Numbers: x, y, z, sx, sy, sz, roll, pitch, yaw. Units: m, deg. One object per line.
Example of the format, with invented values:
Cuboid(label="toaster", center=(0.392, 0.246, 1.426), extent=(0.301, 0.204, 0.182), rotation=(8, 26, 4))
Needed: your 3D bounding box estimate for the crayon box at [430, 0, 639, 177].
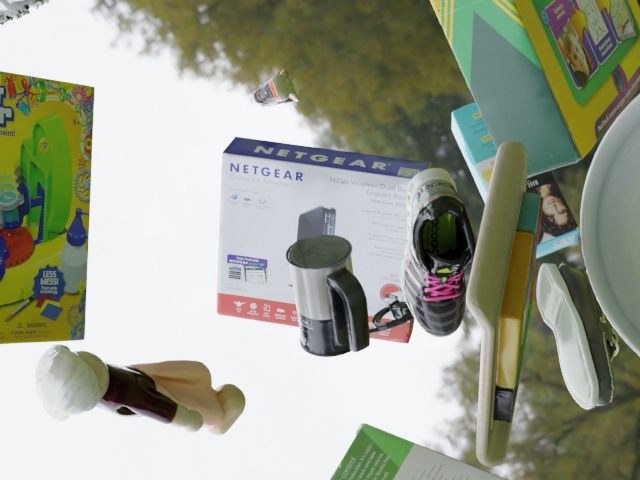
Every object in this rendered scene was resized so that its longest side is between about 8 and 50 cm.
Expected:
Cuboid(label="crayon box", center=(0.274, -0.291, 1.560), extent=(0.363, 0.106, 0.313), rotation=(-43, -69, -51))

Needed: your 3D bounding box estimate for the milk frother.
Cuboid(label="milk frother", center=(0.042, 0.062, 1.593), extent=(0.143, 0.129, 0.135), rotation=(-36, -50, -38))

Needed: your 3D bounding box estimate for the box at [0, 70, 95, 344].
Cuboid(label="box", center=(-0.401, -0.036, 1.293), extent=(0.290, 0.177, 0.279), rotation=(2, -90, -53))

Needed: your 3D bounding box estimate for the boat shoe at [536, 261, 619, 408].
Cuboid(label="boat shoe", center=(0.313, 0.106, 1.481), extent=(0.228, 0.068, 0.081), rotation=(-99, 13, -51))

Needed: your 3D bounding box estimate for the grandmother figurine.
Cuboid(label="grandmother figurine", center=(-0.245, 0.189, 1.622), extent=(0.342, 0.208, 0.104), rotation=(24, -106, -62))

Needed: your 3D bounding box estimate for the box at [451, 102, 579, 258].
Cuboid(label="box", center=(0.282, -0.093, 1.849), extent=(0.060, 0.100, 0.244), rotation=(73, 175, -69))

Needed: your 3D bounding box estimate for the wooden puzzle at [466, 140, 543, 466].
Cuboid(label="wooden puzzle", center=(0.179, 0.062, 1.190), extent=(0.239, 0.044, 0.221), rotation=(78, -157, -45))

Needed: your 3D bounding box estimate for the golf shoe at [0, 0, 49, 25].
Cuboid(label="golf shoe", center=(-0.430, -0.361, 1.728), extent=(0.120, 0.273, 0.105), rotation=(63, -146, -17))

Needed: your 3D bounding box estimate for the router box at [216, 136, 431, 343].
Cuboid(label="router box", center=(0.000, 0.000, 2.094), extent=(0.082, 0.335, 0.301), rotation=(-64, -21, -62))

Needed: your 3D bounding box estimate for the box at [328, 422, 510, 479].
Cuboid(label="box", center=(0.129, 0.348, 1.341), extent=(0.232, 0.322, 0.058), rotation=(-55, -32, -27))

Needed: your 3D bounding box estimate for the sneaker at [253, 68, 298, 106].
Cuboid(label="sneaker", center=(-0.084, -0.265, 2.237), extent=(0.158, 0.065, 0.061), rotation=(-20, -93, -77))

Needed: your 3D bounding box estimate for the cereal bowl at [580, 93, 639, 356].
Cuboid(label="cereal bowl", center=(0.431, -0.012, 1.250), extent=(0.339, 0.339, 0.141), rotation=(66, -165, 9))

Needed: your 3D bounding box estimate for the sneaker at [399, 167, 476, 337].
Cuboid(label="sneaker", center=(0.111, 0.022, 1.180), extent=(0.075, 0.063, 0.170), rotation=(-107, 13, -65))
